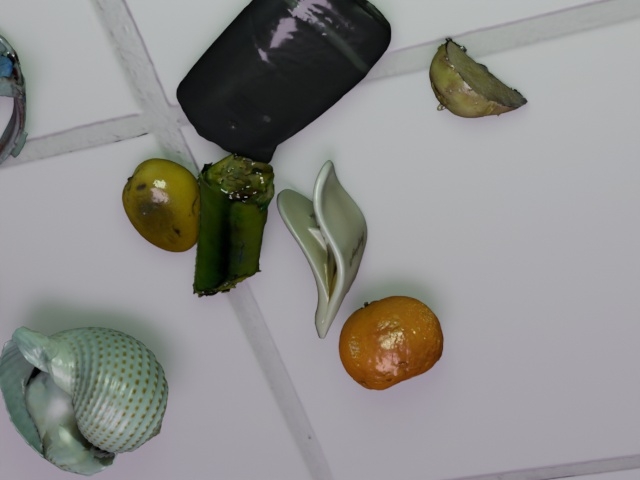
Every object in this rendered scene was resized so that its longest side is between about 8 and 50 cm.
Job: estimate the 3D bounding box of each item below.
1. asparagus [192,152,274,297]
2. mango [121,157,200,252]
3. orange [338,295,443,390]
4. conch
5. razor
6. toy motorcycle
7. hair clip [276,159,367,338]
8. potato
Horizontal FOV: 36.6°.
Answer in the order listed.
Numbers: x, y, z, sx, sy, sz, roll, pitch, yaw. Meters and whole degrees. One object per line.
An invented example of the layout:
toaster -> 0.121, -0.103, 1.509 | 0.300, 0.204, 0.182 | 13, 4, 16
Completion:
asparagus -> -0.156, 0.002, 1.663 | 0.129, 0.108, 0.381 | 17, 140, 3
mango -> -0.266, -0.054, 1.679 | 0.137, 0.098, 0.195 | -14, 128, 11
orange -> 0.126, 0.181, 1.755 | 0.193, 0.193, 0.161 | -23, 85, 21
conch -> -0.451, 0.283, 1.880 | 0.303, 0.215, 0.319 | -41, 88, 28
razor -> -0.061, -0.267, 1.489 | 0.204, 0.113, 0.349 | 36, 122, -23
toy motorcycle -> -0.606, -0.186, 1.565 | 0.241, 0.182, 0.319 | 40, 119, -21
hair clip -> 0.019, 0.002, 1.660 | 0.113, 0.172, 0.282 | -13, 112, 25
potato -> 0.231, -0.219, 1.506 | 0.172, 0.100, 0.089 | 33, 128, -20
